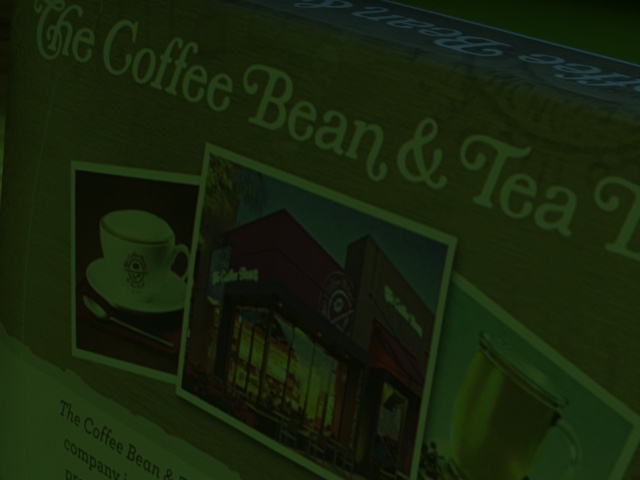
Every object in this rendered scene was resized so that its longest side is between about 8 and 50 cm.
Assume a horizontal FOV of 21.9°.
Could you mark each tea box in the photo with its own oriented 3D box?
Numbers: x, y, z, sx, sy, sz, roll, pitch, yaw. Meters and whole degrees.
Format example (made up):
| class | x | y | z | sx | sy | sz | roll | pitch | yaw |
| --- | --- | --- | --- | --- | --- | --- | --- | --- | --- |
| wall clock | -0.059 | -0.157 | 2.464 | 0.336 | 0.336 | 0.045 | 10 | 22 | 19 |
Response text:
| class | x | y | z | sx | sy | sz | roll | pitch | yaw |
| --- | --- | --- | --- | --- | --- | --- | --- | --- | --- |
| tea box | 0.110 | 0.031 | 0.547 | 0.323 | 0.220 | 0.329 | -6 | -159 | -42 |
